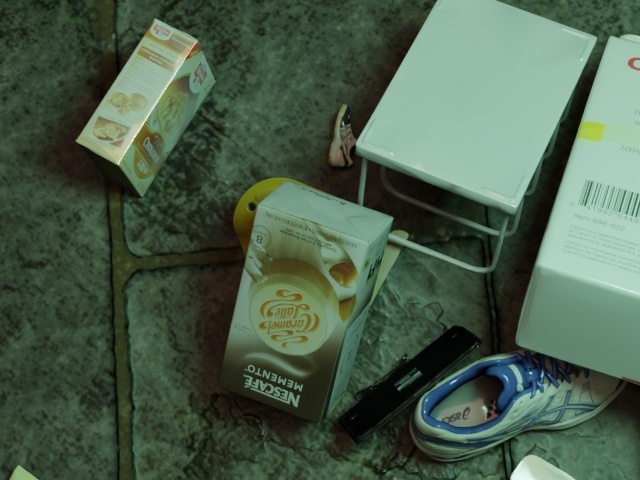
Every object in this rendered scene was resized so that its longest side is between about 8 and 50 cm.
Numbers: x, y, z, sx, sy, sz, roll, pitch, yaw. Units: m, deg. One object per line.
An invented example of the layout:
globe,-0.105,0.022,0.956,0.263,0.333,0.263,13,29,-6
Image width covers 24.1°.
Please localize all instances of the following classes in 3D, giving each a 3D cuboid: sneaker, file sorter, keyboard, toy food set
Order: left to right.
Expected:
toy food set,0.000,0.000,1.871,0.217,0.071,0.128,24,102,14
sneaker,0.032,-0.133,1.921,0.037,0.032,0.083,11,80,-5
keyboard,0.111,0.175,1.799,0.192,0.100,0.038,-38,113,-3
file sorter,0.179,-0.126,1.781,0.192,0.173,0.278,22,57,12
sneaker,0.245,0.173,1.756,0.296,0.131,0.112,-27,71,-3

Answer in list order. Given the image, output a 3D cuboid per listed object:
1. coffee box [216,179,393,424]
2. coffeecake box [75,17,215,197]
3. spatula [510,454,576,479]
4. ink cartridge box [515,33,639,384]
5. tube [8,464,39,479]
coffee box,-0.019,0.073,1.764,0.141,0.098,0.247,19,115,13
coffeecake box,-0.217,-0.165,1.896,0.068,0.142,0.185,29,80,13
spatula,0.295,0.382,1.749,0.242,0.019,0.168,35,80,15
ink cartridge box,0.411,-0.027,1.709,0.279,0.160,0.385,17,53,10
tube,-0.401,0.395,1.808,0.070,0.062,0.240,43,74,-28
